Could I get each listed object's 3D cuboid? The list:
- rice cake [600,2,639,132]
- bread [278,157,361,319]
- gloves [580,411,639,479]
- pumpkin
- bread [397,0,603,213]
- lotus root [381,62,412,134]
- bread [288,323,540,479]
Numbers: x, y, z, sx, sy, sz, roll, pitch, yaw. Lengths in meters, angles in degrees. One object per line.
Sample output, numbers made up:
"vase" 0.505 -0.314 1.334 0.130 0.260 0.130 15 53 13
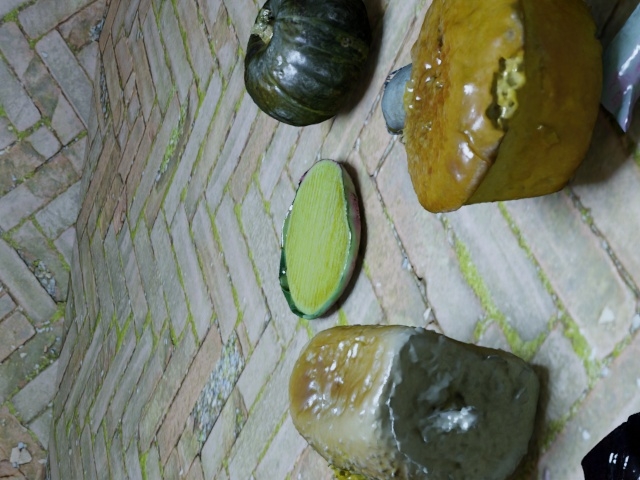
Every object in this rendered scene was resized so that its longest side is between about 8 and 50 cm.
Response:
"rice cake" 0.325 -0.215 0.877 0.290 0.051 0.081 -60 32 38
"bread" 0.000 0.000 1.456 0.228 0.033 0.229 -34 51 56
"gloves" 0.294 0.184 0.746 0.164 0.124 0.203 61 152 17
"pumpkin" -0.024 -0.268 1.450 0.224 0.157 0.224 -48 31 41
"bread" 0.169 -0.150 1.016 0.268 0.145 0.269 -173 90 -77
"lotus root" 0.113 -0.170 1.243 0.165 0.088 0.088 163 113 -71
"bread" 0.089 0.181 1.052 0.246 0.195 0.176 -6 72 62
